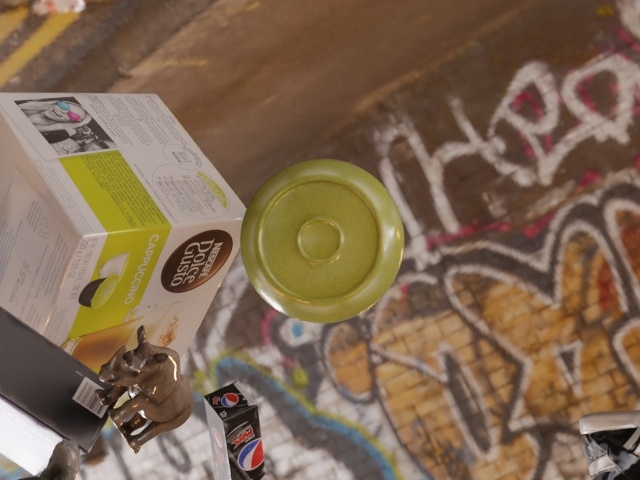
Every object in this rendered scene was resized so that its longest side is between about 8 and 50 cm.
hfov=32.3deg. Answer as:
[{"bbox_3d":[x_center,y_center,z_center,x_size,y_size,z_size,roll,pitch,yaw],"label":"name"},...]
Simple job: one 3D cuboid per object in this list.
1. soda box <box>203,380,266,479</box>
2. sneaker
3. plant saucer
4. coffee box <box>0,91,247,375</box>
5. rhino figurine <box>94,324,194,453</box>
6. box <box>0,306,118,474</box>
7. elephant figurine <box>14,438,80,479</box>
[{"bbox_3d":[-0.112,0.273,1.470,0.053,0.060,0.169,-23,131,-24],"label":"soda box"},{"bbox_3d":[0.295,0.197,0.911,0.079,0.121,0.217,-3,170,-16],"label":"sneaker"},{"bbox_3d":[0.000,0.000,1.594,0.241,0.241,0.037,-26,176,4],"label":"plant saucer"},{"bbox_3d":[-0.375,-0.010,1.824,0.334,0.338,0.338,-8,138,-44],"label":"coffee box"},{"bbox_3d":[-0.210,0.173,1.315,0.106,0.073,0.243,-33,154,-14],"label":"rhino figurine"},{"bbox_3d":[-0.416,0.180,1.417,0.184,0.261,0.103,-28,-151,52],"label":"box"},{"bbox_3d":[-0.335,0.285,0.943,0.239,0.186,0.169,8,119,-21],"label":"elephant figurine"}]
